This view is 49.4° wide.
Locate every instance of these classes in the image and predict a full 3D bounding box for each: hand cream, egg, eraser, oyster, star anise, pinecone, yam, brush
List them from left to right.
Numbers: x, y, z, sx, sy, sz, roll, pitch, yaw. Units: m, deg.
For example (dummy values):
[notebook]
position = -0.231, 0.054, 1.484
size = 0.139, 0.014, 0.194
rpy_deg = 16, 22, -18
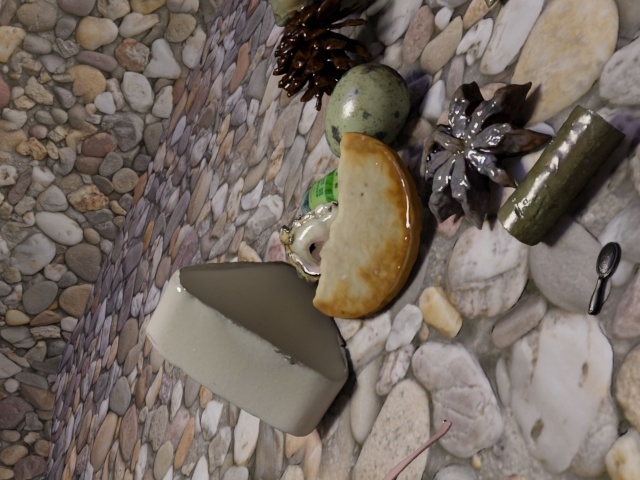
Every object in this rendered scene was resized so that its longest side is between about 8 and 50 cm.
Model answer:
[eraser]
position = -0.100, 0.154, 1.231
size = 0.150, 0.331, 0.331
rpy_deg = -60, 28, 23
[oyster]
position = 0.000, 0.000, 1.281
size = 0.191, 0.081, 0.163
rpy_deg = 28, 96, 35
[pinecone]
position = 0.008, -0.371, 1.405
size = 0.229, 0.202, 0.201
rpy_deg = -38, 68, 46
[hand cream]
position = 0.020, -0.099, 1.355
size = 0.175, 0.046, 0.095
rpy_deg = -31, 43, 50
[egg]
position = 0.078, -0.223, 1.221
size = 0.182, 0.141, 0.141
rpy_deg = -58, 28, 21
[star anise]
position = 0.202, -0.120, 0.982
size = 0.262, 0.081, 0.230
rpy_deg = -23, 63, 54
[yam]
position = 0.279, -0.075, 0.815
size = 0.169, 0.068, 0.068
rpy_deg = -58, 28, 26
[brush]
position = 0.303, 0.041, 0.751
size = 0.024, 0.008, 0.083
rpy_deg = 11, 82, 61

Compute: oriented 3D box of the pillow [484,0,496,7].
[pillow]
position = 0.279, -0.479, 1.117
size = 0.148, 0.050, 0.230
rpy_deg = -50, 29, 27

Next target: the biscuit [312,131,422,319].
[biscuit]
position = 0.080, -0.012, 1.120
size = 0.204, 0.040, 0.309
rpy_deg = 20, 103, 48

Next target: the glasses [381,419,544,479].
[glasses]
position = 0.110, 0.284, 0.736
size = 0.162, 0.255, 0.095
rpy_deg = -150, 38, -79

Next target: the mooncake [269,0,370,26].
[mooncake]
position = 0.026, -0.556, 1.444
size = 0.250, 0.254, 0.136
rpy_deg = -18, 89, 62
